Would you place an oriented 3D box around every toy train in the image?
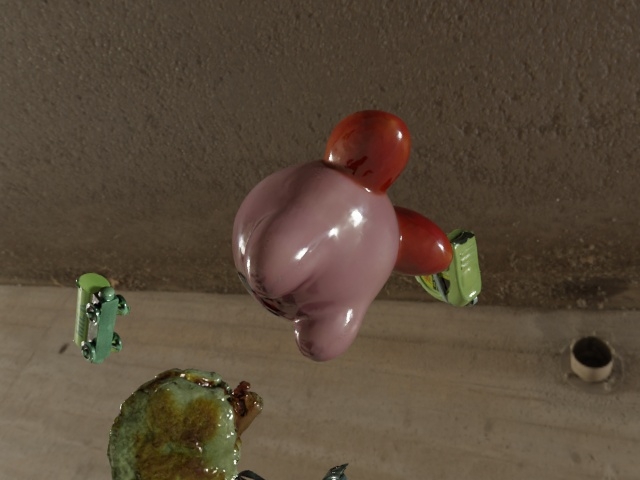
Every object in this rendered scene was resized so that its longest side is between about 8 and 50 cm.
[{"bbox_3d":[-0.597,0.203,1.248,0.157,0.105,0.253,37,123,25],"label":"toy train"}]

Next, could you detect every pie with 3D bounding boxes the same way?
[{"bbox_3d":[-0.260,0.377,0.882,0.257,0.274,0.105,19,170,-14],"label":"pie"}]

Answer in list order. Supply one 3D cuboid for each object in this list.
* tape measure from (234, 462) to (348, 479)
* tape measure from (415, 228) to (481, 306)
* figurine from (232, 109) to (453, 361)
[{"bbox_3d":[-0.027,0.295,0.464,0.180,0.107,0.104,-18,95,35],"label":"tape measure"},{"bbox_3d":[0.263,0.056,0.983,0.154,0.087,0.177,17,131,51],"label":"tape measure"},{"bbox_3d":[0.002,-0.006,0.641,0.211,0.261,0.269,27,156,51],"label":"figurine"}]
